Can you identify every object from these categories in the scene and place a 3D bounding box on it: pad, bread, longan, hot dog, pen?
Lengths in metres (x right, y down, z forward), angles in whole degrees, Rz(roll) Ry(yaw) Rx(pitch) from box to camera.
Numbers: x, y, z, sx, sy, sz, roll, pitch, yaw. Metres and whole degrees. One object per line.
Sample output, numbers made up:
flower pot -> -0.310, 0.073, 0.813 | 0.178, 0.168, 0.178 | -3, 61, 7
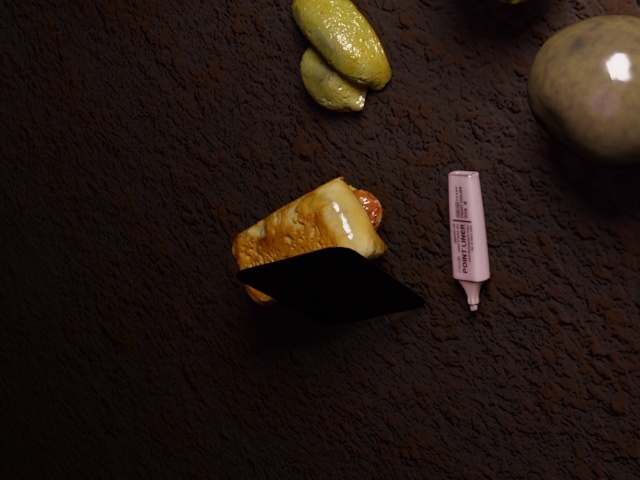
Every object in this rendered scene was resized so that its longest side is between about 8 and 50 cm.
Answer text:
pad -> 0.020, 0.069, 1.319 | 0.181, 0.267, 0.004 | -14, 63, 26
bread -> 0.004, -0.259, 1.311 | 0.187, 0.065, 0.149 | 54, 139, 6
longan -> 0.309, -0.160, 1.014 | 0.187, 0.167, 0.167 | 14, 119, 48
hot dog -> 0.000, 0.000, 1.366 | 0.257, 0.153, 0.150 | -27, 85, 45
pen -> 0.199, 0.004, 1.280 | 0.053, 0.032, 0.197 | 6, 111, 40

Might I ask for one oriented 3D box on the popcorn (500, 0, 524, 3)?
popcorn -> 0.192, -0.359, 1.019 | 0.156, 0.198, 0.197 | 19, 121, 36
